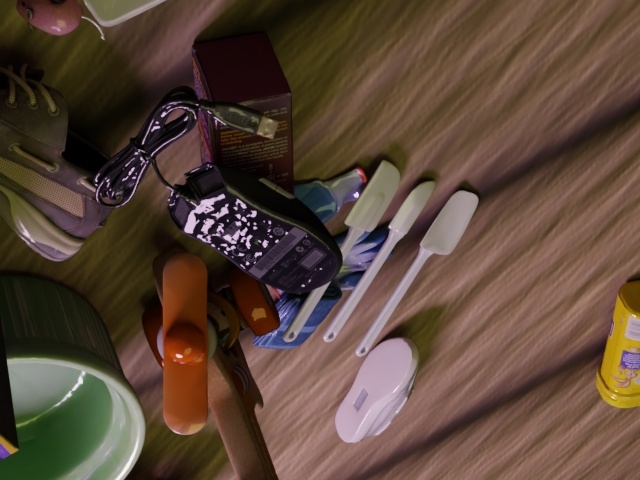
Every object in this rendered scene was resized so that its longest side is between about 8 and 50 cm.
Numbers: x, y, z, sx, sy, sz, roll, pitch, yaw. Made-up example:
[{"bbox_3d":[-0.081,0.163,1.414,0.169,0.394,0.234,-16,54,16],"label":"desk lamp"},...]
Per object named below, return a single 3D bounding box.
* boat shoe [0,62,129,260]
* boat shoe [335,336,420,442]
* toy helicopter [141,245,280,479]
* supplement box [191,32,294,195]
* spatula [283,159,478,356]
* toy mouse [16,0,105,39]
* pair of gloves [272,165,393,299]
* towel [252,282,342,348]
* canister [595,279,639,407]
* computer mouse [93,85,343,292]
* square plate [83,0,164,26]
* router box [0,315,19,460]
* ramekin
[{"bbox_3d":[-0.307,-0.115,1.627,0.130,0.132,0.355,-38,144,4],"label":"boat shoe"},{"bbox_3d":[0.084,0.187,2.120,0.063,0.066,0.184,-4,134,-38],"label":"boat shoe"},{"bbox_3d":[-0.100,0.160,1.801,0.140,0.355,0.235,-24,155,4],"label":"toy helicopter"},{"bbox_3d":[-0.077,-0.103,1.728,0.080,0.104,0.188,-11,137,-11],"label":"supplement box"},{"bbox_3d":[0.068,0.030,1.942,0.168,0.019,0.242,16,112,-44],"label":"spatula"},{"bbox_3d":[-0.264,-0.225,1.541,0.143,0.031,0.161,-7,143,23],"label":"toy mouse"},{"bbox_3d":[0.000,0.000,1.924,0.159,0.023,0.198,-23,137,2],"label":"pair of gloves"},{"bbox_3d":[-0.027,0.090,1.982,0.067,0.029,0.119,5,142,-30],"label":"towel"},{"bbox_3d":[0.428,0.127,2.186,0.126,0.073,0.170,-9,135,-13],"label":"canister"},{"bbox_3d":[-0.072,-0.059,1.654,0.262,0.060,0.184,26,131,-17],"label":"computer mouse"},{"bbox_3d":[-0.116,-0.383,1.470,0.344,0.049,0.347,-25,137,5],"label":"square plate"},{"bbox_3d":[-0.431,0.136,1.679,0.243,0.309,0.081,-31,132,11],"label":"router box"},{"bbox_3d":[-0.355,0.178,1.870,0.303,0.148,0.303,-11,137,-11],"label":"ramekin"}]
